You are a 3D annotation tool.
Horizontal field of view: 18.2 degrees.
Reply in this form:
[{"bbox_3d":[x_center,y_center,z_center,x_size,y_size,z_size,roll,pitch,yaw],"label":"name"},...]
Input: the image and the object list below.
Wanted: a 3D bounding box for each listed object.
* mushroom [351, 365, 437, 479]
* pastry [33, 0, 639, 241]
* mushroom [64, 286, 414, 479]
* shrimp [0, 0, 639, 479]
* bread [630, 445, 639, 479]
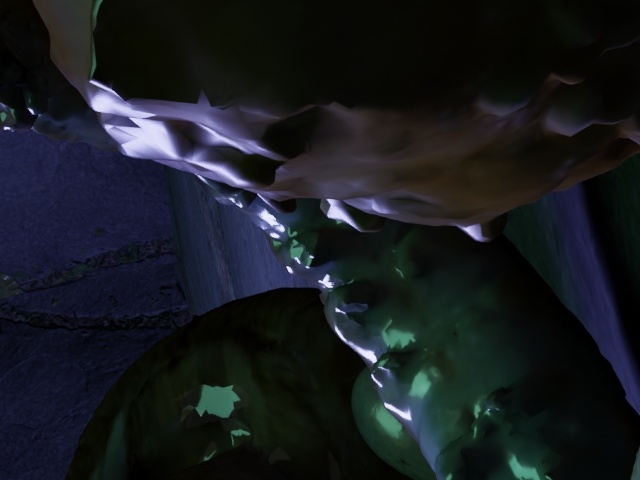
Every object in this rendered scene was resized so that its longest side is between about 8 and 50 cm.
[{"bbox_3d":[0.058,0.064,0.833,0.079,0.085,0.085,-59,16,7],"label":"mushroom"},{"bbox_3d":[0.011,-0.127,0.468,0.311,0.162,0.255,-87,-23,-77],"label":"pastry"},{"bbox_3d":[-0.023,0.168,0.962,0.195,0.263,0.283,47,-166,-20],"label":"mushroom"},{"bbox_3d":[0.005,-0.006,0.625,0.287,0.068,0.185,44,-166,-27],"label":"shrimp"},{"bbox_3d":[0.104,0.101,0.345,0.110,0.103,0.156,94,170,-49],"label":"bread"}]
